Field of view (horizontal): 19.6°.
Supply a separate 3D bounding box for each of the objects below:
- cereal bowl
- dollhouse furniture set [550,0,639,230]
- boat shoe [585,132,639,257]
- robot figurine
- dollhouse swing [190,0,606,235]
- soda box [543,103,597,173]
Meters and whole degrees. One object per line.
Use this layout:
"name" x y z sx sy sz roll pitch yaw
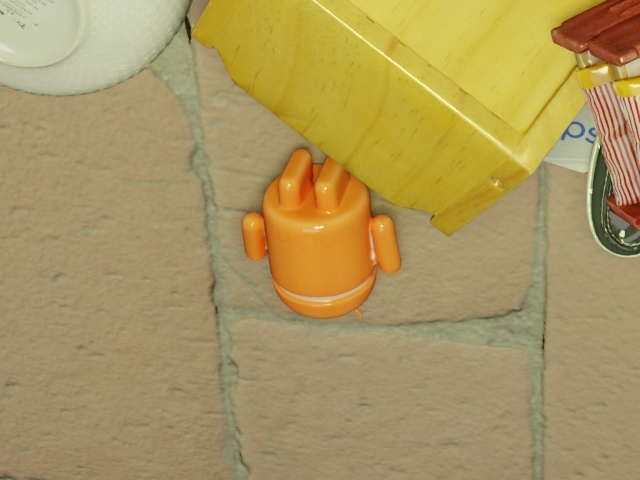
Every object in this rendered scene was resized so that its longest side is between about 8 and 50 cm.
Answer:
"cereal bowl" -0.309 -0.287 1.976 0.339 0.141 0.339 8 131 10
"dollhouse furniture set" 0.420 -0.174 1.712 0.374 0.152 0.201 -28 112 -11
"boat shoe" 0.369 -0.130 1.852 0.127 0.113 0.340 30 102 -4
"robot figurine" -0.002 -0.001 2.143 0.158 0.128 0.219 -19 130 -15
"dollhouse swing" 0.118 -0.256 1.864 0.347 0.305 0.315 37 156 -5
"soda box" 0.333 -0.120 1.977 0.286 0.091 0.098 17 131 0
